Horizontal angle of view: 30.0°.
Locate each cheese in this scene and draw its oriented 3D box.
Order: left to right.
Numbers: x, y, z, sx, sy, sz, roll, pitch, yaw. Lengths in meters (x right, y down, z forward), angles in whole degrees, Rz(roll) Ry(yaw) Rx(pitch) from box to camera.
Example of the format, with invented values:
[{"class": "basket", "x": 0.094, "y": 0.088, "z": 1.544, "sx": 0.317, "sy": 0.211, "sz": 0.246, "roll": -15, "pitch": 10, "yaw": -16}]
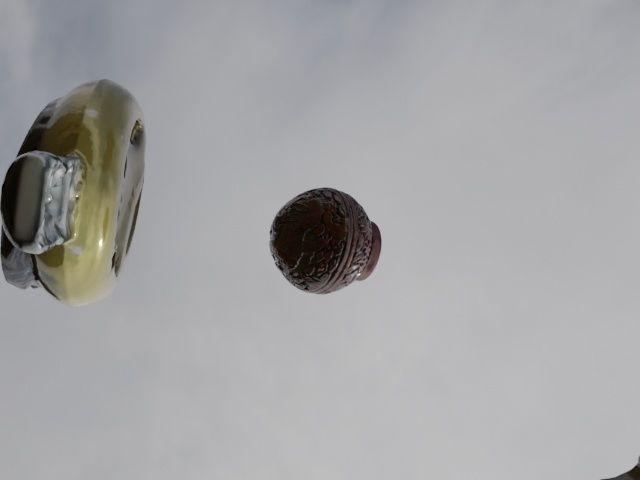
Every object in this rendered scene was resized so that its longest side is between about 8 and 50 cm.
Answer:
[{"class": "cheese", "x": -0.085, "y": -0.016, "z": 0.404, "sx": 0.036, "sy": 0.162, "sz": 0.086, "roll": 12, "pitch": -88, "yaw": -3}]

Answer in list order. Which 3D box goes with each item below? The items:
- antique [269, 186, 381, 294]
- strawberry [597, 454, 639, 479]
[{"class": "antique", "x": 0.000, "y": 0.000, "z": 1.094, "sx": 0.104, "sy": 0.104, "sz": 0.104, "roll": -10, "pitch": -105, "yaw": 39}, {"class": "strawberry", "x": 0.225, "y": 0.111, "z": 0.537, "sx": 0.087, "sy": 0.208, "sz": 0.167, "roll": 64, "pitch": -34, "yaw": 36}]
